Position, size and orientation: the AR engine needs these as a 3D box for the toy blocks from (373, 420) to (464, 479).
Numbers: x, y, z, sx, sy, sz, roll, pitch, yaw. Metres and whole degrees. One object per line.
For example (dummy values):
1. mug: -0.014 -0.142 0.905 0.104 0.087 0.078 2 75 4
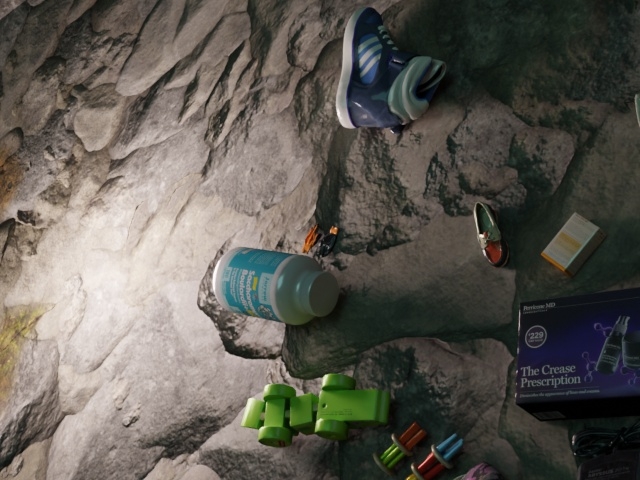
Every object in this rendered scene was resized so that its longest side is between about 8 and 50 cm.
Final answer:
1. toy blocks: 0.177 0.373 1.747 0.148 0.054 0.123 -45 46 11

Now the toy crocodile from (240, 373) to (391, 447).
1. toy crocodile: -0.014 0.334 1.908 0.340 0.105 0.115 -13 58 29

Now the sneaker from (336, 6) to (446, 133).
1. sneaker: 0.172 -0.386 2.151 0.236 0.130 0.323 -5 58 28

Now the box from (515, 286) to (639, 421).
1. box: 0.455 0.183 1.594 0.261 0.103 0.184 -12 57 35

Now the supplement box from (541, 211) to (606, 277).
1. supplement box: 0.446 0.008 1.744 0.098 0.036 0.062 -51 45 5

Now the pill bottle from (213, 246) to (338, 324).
1. pill bottle: -0.089 0.095 2.064 0.264 0.146 0.146 6 70 42

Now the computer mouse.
1. computer mouse: 0.448 0.377 1.464 0.188 0.072 0.272 -18 23 36

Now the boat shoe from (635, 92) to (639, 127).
1. boat shoe: 0.611 -0.114 1.614 0.113 0.127 0.340 -25 54 26

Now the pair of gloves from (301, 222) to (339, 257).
1. pair of gloves: 0.000 0.000 2.141 0.083 0.010 0.074 13 73 40

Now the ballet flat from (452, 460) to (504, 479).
1. ballet flat: 0.215 0.456 1.665 0.221 0.077 0.079 -43 27 6

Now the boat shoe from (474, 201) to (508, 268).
1. boat shoe: 0.317 -0.011 1.858 0.049 0.043 0.137 -24 54 26
